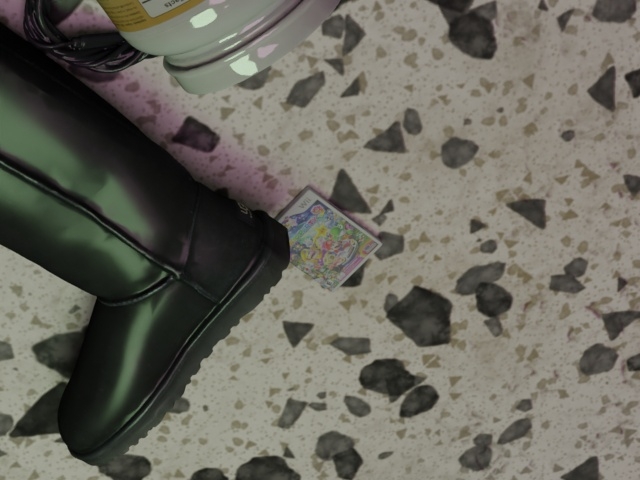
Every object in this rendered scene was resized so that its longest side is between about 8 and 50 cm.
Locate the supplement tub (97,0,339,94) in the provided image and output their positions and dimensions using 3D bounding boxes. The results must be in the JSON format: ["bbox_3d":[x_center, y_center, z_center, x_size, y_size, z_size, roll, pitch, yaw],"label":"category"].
[{"bbox_3d":[-0.138,-0.317,1.620,0.228,0.228,0.316,-32,115,9],"label":"supplement tub"}]

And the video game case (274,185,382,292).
[{"bbox_3d":[0.000,0.000,2.006,0.122,0.011,0.087,36,109,-29],"label":"video game case"}]

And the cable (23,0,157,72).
[{"bbox_3d":[-0.217,-0.244,1.787,0.184,0.047,0.150,-24,129,-1],"label":"cable"}]

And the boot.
[{"bbox_3d":[-0.309,0.010,1.861,0.445,0.146,0.367,34,102,-31],"label":"boot"}]
